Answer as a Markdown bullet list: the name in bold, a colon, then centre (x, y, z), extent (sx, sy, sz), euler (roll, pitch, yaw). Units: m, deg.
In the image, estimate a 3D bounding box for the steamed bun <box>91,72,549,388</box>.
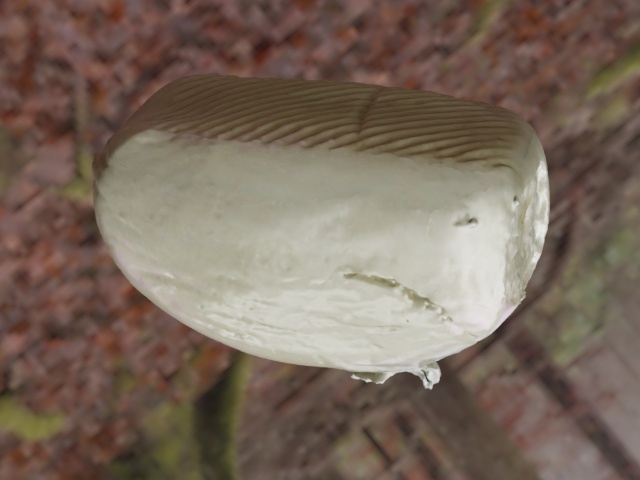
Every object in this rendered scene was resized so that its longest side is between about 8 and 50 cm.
- **steamed bun**: centre (0.000, 0.000, 1.059), extent (0.238, 0.152, 0.170), euler (4, -163, 9)
